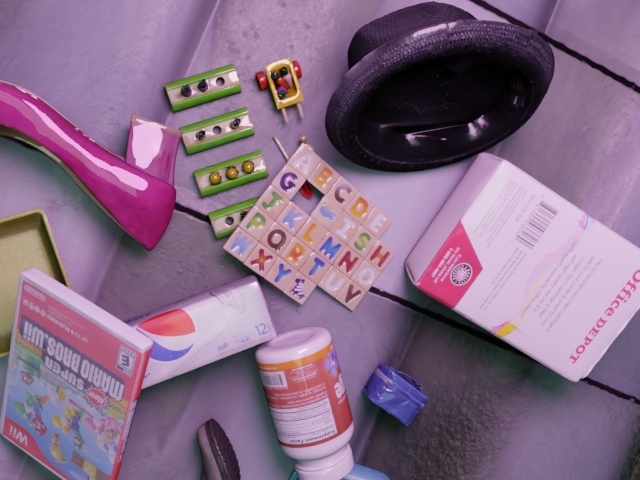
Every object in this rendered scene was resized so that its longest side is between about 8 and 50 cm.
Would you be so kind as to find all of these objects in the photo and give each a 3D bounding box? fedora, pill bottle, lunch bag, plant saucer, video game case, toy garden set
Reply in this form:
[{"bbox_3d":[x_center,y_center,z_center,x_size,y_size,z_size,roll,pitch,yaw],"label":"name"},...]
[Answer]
[{"bbox_3d":[0.155,-0.237,0.835,0.333,0.334,0.153,-10,63,-9],"label":"fedora"},{"bbox_3d":[-0.017,0.251,0.880,0.121,0.121,0.216,-15,97,-8],"label":"pill bottle"},{"bbox_3d":[0.127,0.246,0.931,0.098,0.067,0.065,36,88,-11],"label":"lunch bag"},{"bbox_3d":[-0.457,0.067,0.830,0.188,0.045,0.188,-17,97,-9],"label":"plant saucer"},{"bbox_3d":[-0.339,0.203,0.777,0.204,0.025,0.285,27,115,14],"label":"video game case"},{"bbox_3d":[-0.099,-0.149,0.873,0.203,0.049,0.244,-19,97,-8],"label":"toy garden set"}]

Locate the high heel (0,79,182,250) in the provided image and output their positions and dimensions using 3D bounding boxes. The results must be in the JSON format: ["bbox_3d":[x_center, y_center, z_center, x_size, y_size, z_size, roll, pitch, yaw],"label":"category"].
[{"bbox_3d":[-0.386,-0.106,0.787,0.377,0.127,0.182,12,88,-11],"label":"high heel"}]

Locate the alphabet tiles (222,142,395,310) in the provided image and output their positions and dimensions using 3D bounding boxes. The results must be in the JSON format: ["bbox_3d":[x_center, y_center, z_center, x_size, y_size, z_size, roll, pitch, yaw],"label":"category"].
[{"bbox_3d":[0.000,0.000,0.899,0.237,0.009,0.198,38,87,-21],"label":"alphabet tiles"}]

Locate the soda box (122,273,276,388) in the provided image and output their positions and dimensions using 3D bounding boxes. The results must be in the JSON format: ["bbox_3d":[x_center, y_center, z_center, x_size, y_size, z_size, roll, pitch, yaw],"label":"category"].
[{"bbox_3d":[-0.214,0.143,0.851,0.286,0.098,0.091,-20,97,-7],"label":"soda box"}]

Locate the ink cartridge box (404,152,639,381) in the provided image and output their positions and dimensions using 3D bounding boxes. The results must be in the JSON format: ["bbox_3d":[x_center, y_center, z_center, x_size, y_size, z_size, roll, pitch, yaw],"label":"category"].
[{"bbox_3d":[0.320,0.040,0.894,0.306,0.131,0.226,32,101,-10],"label":"ink cartridge box"}]

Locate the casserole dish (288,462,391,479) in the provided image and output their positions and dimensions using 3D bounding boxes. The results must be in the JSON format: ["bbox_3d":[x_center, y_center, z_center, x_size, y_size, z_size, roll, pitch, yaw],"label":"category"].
[{"bbox_3d":[0.038,0.425,0.946,0.188,0.037,0.114,21,90,-10],"label":"casserole dish"}]

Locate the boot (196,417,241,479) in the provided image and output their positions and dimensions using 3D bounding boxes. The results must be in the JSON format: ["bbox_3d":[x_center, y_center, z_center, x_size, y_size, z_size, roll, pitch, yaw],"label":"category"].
[{"bbox_3d":[-0.197,0.412,0.886,0.161,0.083,0.247,-15,95,-3],"label":"boot"}]
